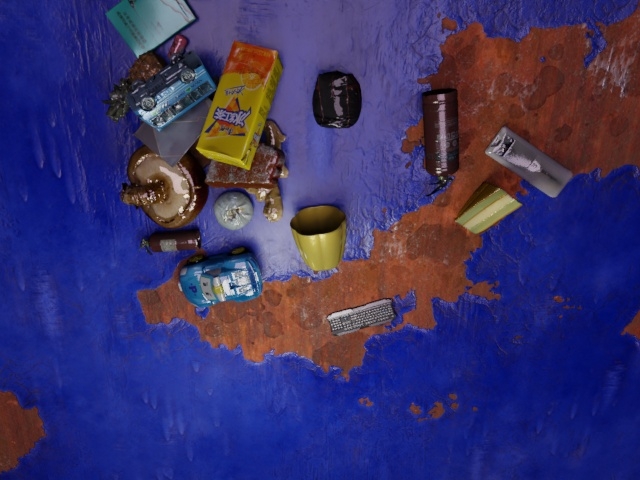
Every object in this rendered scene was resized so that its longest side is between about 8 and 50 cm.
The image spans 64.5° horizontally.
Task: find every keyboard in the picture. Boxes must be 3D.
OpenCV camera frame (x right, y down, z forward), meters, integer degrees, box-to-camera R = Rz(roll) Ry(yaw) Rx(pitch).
[{"bbox_3d":[0.160,0.300,1.968,0.262,0.016,0.106,-16,111,4],"label":"keyboard"}]

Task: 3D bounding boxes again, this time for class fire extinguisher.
[{"bbox_3d":[0.393,-0.321,1.679,0.135,0.114,0.338,-14,112,-13],"label":"fire extinguisher"},{"bbox_3d":[-0.542,0.014,1.812,0.231,0.071,0.099,-5,139,1],"label":"fire extinguisher"}]

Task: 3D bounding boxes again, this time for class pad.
[{"bbox_3d":[-0.448,-0.371,1.587,0.163,0.004,0.243,40,90,-6],"label":"pad"}]

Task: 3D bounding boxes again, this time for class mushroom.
[{"bbox_3d":[-0.514,-0.182,1.686,0.278,0.163,0.297,-14,110,-6],"label":"mushroom"}]

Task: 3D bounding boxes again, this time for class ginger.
[{"bbox_3d":[-0.176,-0.233,1.716,0.147,0.081,0.334,13,100,15],"label":"ginger"}]

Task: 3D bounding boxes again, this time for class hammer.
[{"bbox_3d":[-0.446,-0.600,1.585,0.043,0.043,0.083,29,107,-12],"label":"hammer"}]

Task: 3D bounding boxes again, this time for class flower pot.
[{"bbox_3d":[0.000,0.000,1.766,0.195,0.195,0.179,-6,124,1],"label":"flower pot"}]

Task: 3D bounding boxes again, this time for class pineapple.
[{"bbox_3d":[-0.577,-0.474,1.587,0.248,0.128,0.128,-36,108,13],"label":"pineapple"}]

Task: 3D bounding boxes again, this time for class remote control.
[{"bbox_3d":[0.724,-0.264,1.746,0.313,0.055,0.109,30,107,-12],"label":"remote control"}]

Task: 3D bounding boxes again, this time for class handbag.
[{"bbox_3d":[0.051,-0.439,1.575,0.155,0.215,0.170,3,108,6],"label":"handbag"}]

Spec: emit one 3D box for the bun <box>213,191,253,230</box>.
[{"bbox_3d":[-0.303,-0.101,1.762,0.140,0.083,0.141,0,108,-1],"label":"bun"}]

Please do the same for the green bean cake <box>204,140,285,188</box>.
[{"bbox_3d":[-0.240,-0.237,1.639,0.232,0.097,0.199,18,98,13],"label":"green bean cake"}]

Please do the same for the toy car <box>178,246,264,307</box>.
[{"bbox_3d":[-0.361,0.150,1.819,0.314,0.166,0.198,-10,108,3],"label":"toy car"}]

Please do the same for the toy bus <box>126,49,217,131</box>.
[{"bbox_3d":[-0.441,-0.443,1.509,0.246,0.113,0.134,-36,143,-1],"label":"toy bus"}]

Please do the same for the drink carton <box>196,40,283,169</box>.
[{"bbox_3d":[-0.239,-0.407,1.541,0.154,0.111,0.352,17,84,10],"label":"drink carton"}]

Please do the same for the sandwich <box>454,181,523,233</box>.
[{"bbox_3d":[0.578,-0.098,1.760,0.117,0.144,0.187,31,107,-10],"label":"sandwich"}]

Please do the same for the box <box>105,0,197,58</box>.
[{"bbox_3d":[-0.514,-0.685,1.549,0.226,0.042,0.161,-31,110,10],"label":"box"}]

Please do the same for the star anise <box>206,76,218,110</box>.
[{"bbox_3d":[-0.392,-0.444,1.629,0.212,0.073,0.197,-12,103,8],"label":"star anise"}]
